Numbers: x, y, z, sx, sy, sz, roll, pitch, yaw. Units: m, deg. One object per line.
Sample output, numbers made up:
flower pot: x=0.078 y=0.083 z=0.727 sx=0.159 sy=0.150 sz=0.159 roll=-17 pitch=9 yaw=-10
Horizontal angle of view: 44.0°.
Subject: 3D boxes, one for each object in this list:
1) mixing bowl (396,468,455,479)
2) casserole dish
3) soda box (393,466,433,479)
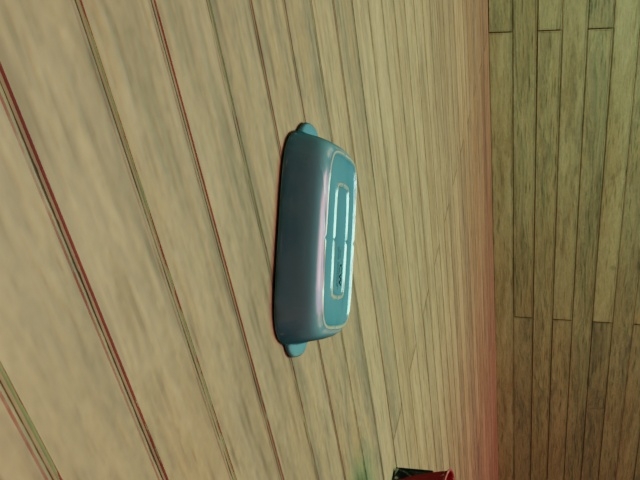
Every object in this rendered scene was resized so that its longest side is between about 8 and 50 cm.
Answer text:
mixing bowl: x=0.088 y=0.334 z=0.858 sx=0.181 sy=0.098 sz=0.181 roll=3 pitch=90 yaw=-73
casserole dish: x=0.000 y=0.000 z=0.635 sx=0.114 sy=0.037 sz=0.188 roll=14 pitch=80 yaw=-72
soda box: x=0.133 y=0.380 z=1.092 sx=0.169 sy=0.053 sz=0.060 roll=75 pitch=25 yaw=-44
